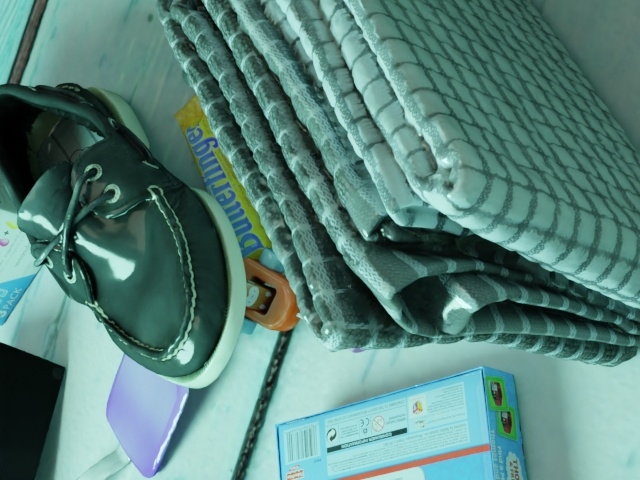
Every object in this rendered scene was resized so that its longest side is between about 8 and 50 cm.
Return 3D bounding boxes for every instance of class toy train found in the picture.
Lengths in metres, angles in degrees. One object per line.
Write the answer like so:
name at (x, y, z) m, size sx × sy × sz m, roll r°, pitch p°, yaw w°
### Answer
toy train at (0.000, 0.000, 0.901) m, size 0.125 × 0.046 × 0.166 m, roll 36°, pitch 101°, yaw 32°

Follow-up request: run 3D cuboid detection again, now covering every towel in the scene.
towel at (0.057, -0.057, 0.754) m, size 0.121 × 0.235 × 0.284 m, roll -47°, pitch 50°, yaw 25°

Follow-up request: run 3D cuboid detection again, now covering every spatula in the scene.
spatula at (-0.178, 0.191, 1.025) m, size 0.296 × 0.030 × 0.084 m, roll -55°, pitch 48°, yaw 15°

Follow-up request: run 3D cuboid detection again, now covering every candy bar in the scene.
candy bar at (-0.067, -0.040, 1.005) m, size 0.040 × 0.018 × 0.161 m, roll -40°, pitch 53°, yaw 26°

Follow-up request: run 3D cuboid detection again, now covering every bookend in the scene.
bookend at (-0.284, 0.167, 1.098) m, size 0.157 × 0.072 × 0.156 m, roll -15°, pitch 56°, yaw 49°

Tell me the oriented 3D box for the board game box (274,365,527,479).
board game box at (0.049, 0.194, 0.815) m, size 0.160 × 0.039 × 0.212 m, roll -20°, pitch 64°, yaw 36°

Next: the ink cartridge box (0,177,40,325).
ink cartridge box at (-0.301, -0.006, 1.090) m, size 0.104 × 0.181 × 0.061 m, roll -55°, pitch 49°, yaw 15°

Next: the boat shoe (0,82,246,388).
boat shoe at (-0.159, -0.022, 0.983) m, size 0.127 × 0.113 × 0.340 m, roll -56°, pitch 39°, yaw 21°

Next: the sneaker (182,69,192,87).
sneaker at (-0.074, -0.188, 0.950) m, size 0.268 × 0.101 × 0.153 m, roll 34°, pitch 110°, yaw 10°
